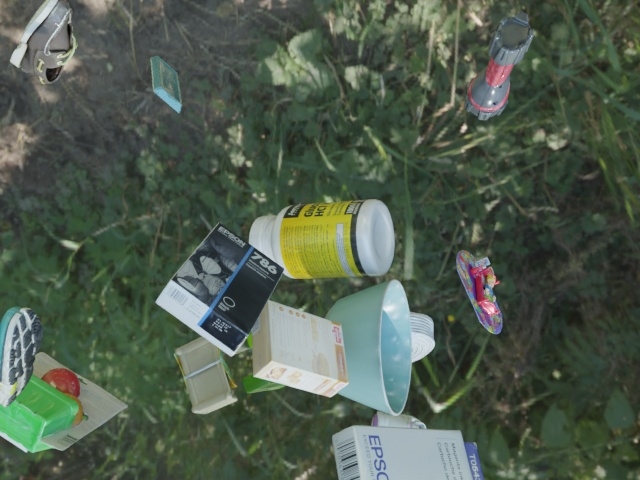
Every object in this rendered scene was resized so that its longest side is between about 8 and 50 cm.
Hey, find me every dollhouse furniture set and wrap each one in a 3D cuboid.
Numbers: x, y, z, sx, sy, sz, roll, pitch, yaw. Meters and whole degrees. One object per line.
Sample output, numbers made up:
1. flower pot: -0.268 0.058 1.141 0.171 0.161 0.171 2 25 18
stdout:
1. dollhouse furniture set: -0.229 0.339 2.056 0.301 0.198 0.151 -28 163 29

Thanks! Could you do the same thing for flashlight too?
1. flashlight: 0.384 -0.367 1.630 0.103 0.103 0.304 -19 167 -2

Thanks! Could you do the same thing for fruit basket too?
1. fruit basket: -0.761 0.451 2.099 0.327 0.353 0.166 29 98 8

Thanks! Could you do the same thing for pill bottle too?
1. pill bottle: 0.000 0.000 1.857 0.333 0.188 0.188 -3 142 26

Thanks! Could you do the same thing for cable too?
1. cable: 0.211 0.295 2.214 0.257 0.089 0.257 20 139 -37

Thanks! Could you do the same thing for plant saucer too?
1. plant saucer: -0.302 -0.311 1.467 0.018 0.192 0.067 -41 122 14

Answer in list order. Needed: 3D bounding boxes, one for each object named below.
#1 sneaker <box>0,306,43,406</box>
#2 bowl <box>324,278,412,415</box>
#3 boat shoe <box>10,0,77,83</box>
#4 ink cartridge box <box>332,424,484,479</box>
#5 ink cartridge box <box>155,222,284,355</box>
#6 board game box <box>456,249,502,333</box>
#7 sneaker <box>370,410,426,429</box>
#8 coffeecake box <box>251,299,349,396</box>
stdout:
1. sneaker: -0.576 0.208 1.337 0.110 0.107 0.275 30 132 -6
2. bowl: 0.103 0.246 1.743 0.163 0.312 0.312 -1 141 19
3. boat shoe: -0.536 -0.394 1.488 0.096 0.117 0.324 38 157 -21
4. ink cartridge box: 0.186 0.453 1.146 0.330 0.324 0.071 11 144 -34
5. ink cartridge box: -0.169 0.068 1.395 0.165 0.333 0.065 35 114 -6
6. board game box: 0.310 0.089 1.393 0.033 0.169 0.133 -28 169 27
7. sneaker: 0.219 0.547 2.100 0.152 0.114 0.305 5 165 8
8. coffeecake box: -0.041 0.217 1.489 0.185 0.142 0.068 22 132 -30
